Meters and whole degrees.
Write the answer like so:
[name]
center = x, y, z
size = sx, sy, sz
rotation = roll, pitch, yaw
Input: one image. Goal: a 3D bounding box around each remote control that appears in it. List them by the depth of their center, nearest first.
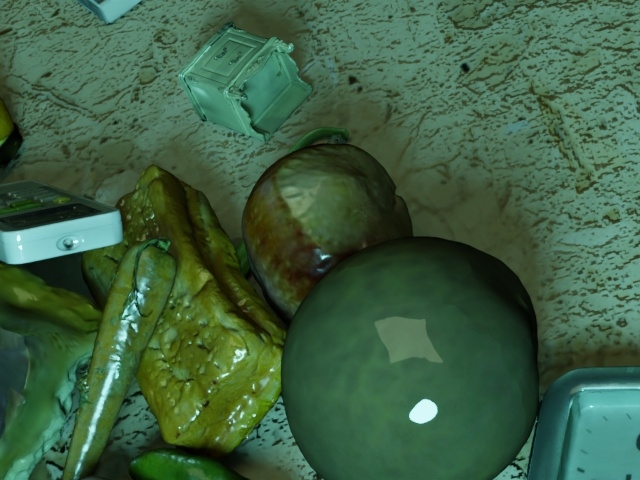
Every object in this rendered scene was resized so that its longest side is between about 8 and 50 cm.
[remote control]
center = -0.253, -0.018, 1.654
size = 0.103, 0.034, 0.250
rotation = -12, 13, -23

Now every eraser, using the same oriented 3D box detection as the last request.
[eraser]
center = -0.228, -0.263, 1.967
size = 0.052, 0.029, 0.122
rotation = -39, 45, -14

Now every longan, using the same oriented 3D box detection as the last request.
[longan]
center = 0.065, 0.090, 1.382
size = 0.198, 0.198, 0.212
rotation = -9, 44, 17

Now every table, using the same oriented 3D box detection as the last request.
[table]
center = -0.066, -0.143, 1.753
size = 0.083, 0.062, 0.079
rotation = 23, 62, 38

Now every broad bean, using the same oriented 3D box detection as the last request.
[broad bean]
center = -0.072, 0.190, 1.437
size = 0.195, 0.061, 0.046
rotation = 15, 60, 35

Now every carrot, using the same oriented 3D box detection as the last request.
[carrot]
center = -0.165, 0.116, 1.495
size = 0.049, 0.049, 0.254
rotation = 18, 89, 36

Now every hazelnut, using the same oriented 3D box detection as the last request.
[hazelnut]
center = 0.000, 0.000, 1.541
size = 0.143, 0.143, 0.154
rotation = -21, 60, 5

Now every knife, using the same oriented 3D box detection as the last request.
[knife]
center = -0.047, -0.022, 1.662
size = 0.054, 0.015, 0.212
rotation = 12, 55, 34

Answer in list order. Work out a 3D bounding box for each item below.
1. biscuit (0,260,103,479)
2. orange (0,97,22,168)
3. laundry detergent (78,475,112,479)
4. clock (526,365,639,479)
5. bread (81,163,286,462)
[biscuit]
center = -0.329, 0.157, 1.527
size = 0.329, 0.078, 0.335
rotation = -1, 66, 15
[orange]
center = -0.365, -0.116, 1.840
size = 0.170, 0.112, 0.160
rotation = 5, 50, 14
[laundry detergent]
center = -0.114, 0.274, 1.371
size = 0.237, 0.076, 0.171
rotation = 19, 62, 33
[clock]
center = 0.262, 0.200, 1.281
size = 0.279, 0.049, 0.273
rotation = -2, 49, 23
[bread]
center = -0.113, 0.059, 1.559
size = 0.139, 0.077, 0.271
rotation = -53, 39, 14
